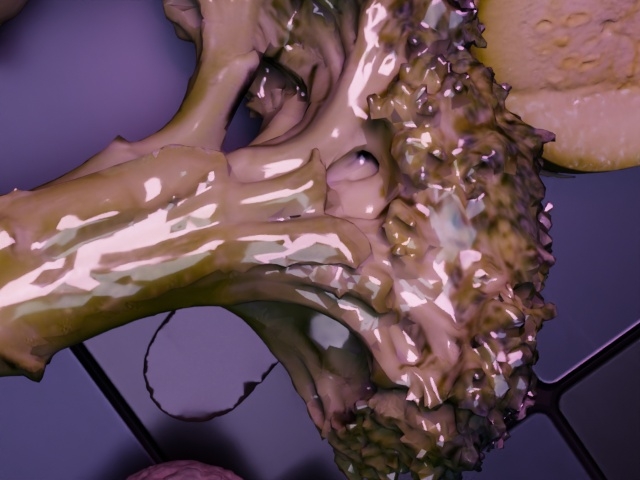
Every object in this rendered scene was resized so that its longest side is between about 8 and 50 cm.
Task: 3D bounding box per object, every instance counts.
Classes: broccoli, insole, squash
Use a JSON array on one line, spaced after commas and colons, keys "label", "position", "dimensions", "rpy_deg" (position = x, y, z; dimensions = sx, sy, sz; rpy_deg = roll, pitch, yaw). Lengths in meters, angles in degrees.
[{"label": "broccoli", "position": [-0.040, 0.023, 0.825], "dimensions": [0.353, 0.275, 0.397], "rpy_deg": [30, 52, 20]}, {"label": "insole", "position": [0.000, 0.000, 0.995], "dimensions": [0.111, 0.007, 0.328], "rpy_deg": [45, 89, -6]}, {"label": "squash", "position": [0.193, -0.142, 0.945], "dimensions": [0.220, 0.133, 0.220], "rpy_deg": [-2, 101, -11]}]

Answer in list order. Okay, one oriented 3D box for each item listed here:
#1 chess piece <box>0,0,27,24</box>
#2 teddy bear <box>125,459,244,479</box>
[{"label": "chess piece", "position": [-0.198, -0.252, 0.891], "dimensions": [0.144, 0.144, 0.251], "rpy_deg": [34, 85, -8]}, {"label": "teddy bear", "position": [-0.056, 0.273, 0.945], "dimensions": [0.236, 0.151, 0.267], "rpy_deg": [-43, 94, -7]}]
